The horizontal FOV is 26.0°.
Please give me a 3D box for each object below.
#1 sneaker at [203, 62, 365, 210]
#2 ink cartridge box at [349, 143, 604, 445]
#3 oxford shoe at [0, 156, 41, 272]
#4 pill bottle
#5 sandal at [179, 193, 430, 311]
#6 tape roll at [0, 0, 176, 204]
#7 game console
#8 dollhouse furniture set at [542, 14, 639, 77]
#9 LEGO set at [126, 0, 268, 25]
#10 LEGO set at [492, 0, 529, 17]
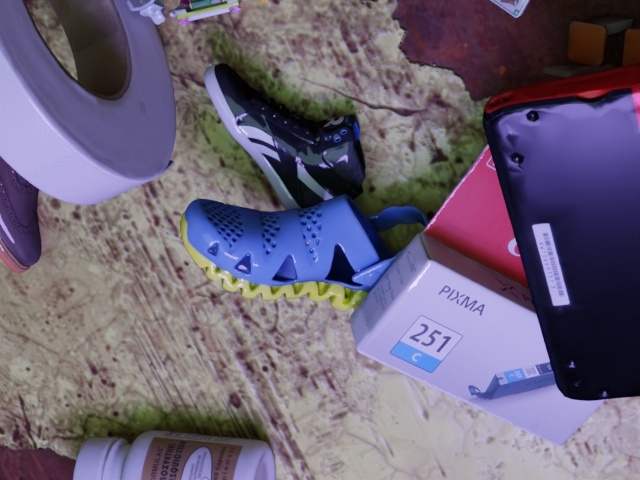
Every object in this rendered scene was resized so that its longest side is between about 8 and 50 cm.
[{"bbox_3d":[-0.027,-0.132,1.565,0.121,0.079,0.217,-31,106,17],"label":"sneaker"},{"bbox_3d":[0.224,0.068,1.505,0.296,0.066,0.261,26,115,-24],"label":"ink cartridge box"},{"bbox_3d":[-0.360,-0.094,1.645,0.098,0.097,0.271,-7,106,9],"label":"oxford shoe"},{"bbox_3d":[-0.180,0.301,1.705,0.229,0.131,0.131,4,108,13],"label":"pill bottle"},{"bbox_3d":[0.000,0.000,1.524,0.317,0.126,0.138,13,124,-24],"label":"sandal"},{"bbox_3d":[-0.278,-0.225,1.426,0.072,0.392,0.392,-22,101,18],"label":"tape roll"},{"bbox_3d":[0.368,-0.007,1.372,0.342,0.060,0.386,-7,122,21],"label":"game console"},{"bbox_3d":[0.319,-0.273,1.334,0.259,0.135,0.262,21,113,49],"label":"dollhouse furniture set"},{"bbox_3d":[-0.086,-0.315,1.492,0.287,0.107,0.132,-33,102,18],"label":"LEGO set"},{"bbox_3d":[0.170,-0.357,1.409,0.244,0.060,0.182,41,113,33],"label":"LEGO set"}]
